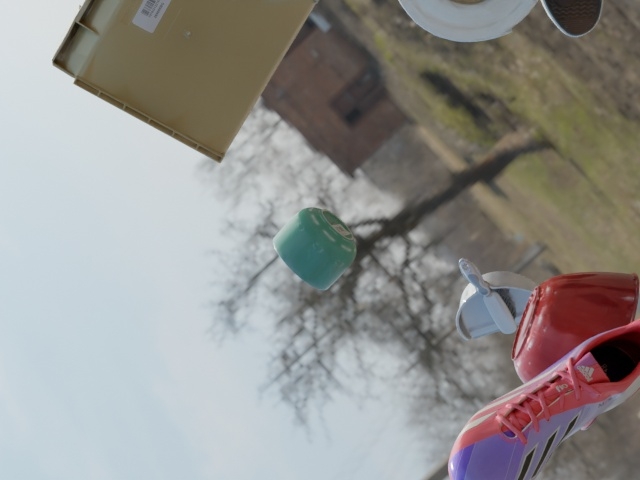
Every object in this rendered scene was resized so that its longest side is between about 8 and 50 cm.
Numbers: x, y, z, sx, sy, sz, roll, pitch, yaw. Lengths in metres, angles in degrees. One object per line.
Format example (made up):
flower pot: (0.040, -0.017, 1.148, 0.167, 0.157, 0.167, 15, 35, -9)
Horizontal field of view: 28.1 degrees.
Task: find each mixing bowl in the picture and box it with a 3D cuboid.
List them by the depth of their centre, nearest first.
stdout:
mixing bowl: (0.269, 0.106, 1.397, 0.098, 0.181, 0.181, 18, -175, 2)

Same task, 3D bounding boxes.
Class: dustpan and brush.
dustpan and brush: (0.237, 0.076, 1.777, 0.211, 0.147, 0.060, 54, -155, -37)

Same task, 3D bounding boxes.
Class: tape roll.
tape roll: (0.267, -0.501, 2.299, 0.286, 0.286, 0.100, 47, -167, -7)

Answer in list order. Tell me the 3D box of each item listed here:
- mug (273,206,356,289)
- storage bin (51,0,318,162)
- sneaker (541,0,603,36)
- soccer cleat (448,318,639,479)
mug: (-0.005, -0.002, 2.194, 0.129, 0.097, 0.158, 32, -160, -33)
storage bin: (-0.177, -0.280, 1.665, 0.260, 0.262, 0.123, 28, -167, -19)
sneaker: (0.383, -0.477, 2.082, 0.123, 0.106, 0.290, -86, -25, -71)
soccer cleat: (0.217, 0.151, 1.186, 0.083, 0.248, 0.095, 48, 148, 24)
